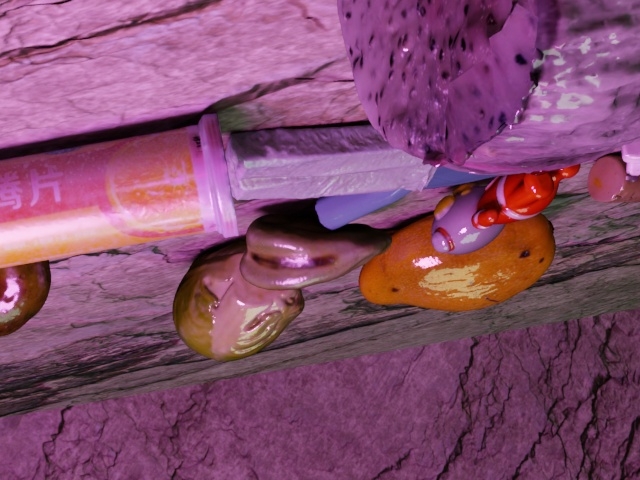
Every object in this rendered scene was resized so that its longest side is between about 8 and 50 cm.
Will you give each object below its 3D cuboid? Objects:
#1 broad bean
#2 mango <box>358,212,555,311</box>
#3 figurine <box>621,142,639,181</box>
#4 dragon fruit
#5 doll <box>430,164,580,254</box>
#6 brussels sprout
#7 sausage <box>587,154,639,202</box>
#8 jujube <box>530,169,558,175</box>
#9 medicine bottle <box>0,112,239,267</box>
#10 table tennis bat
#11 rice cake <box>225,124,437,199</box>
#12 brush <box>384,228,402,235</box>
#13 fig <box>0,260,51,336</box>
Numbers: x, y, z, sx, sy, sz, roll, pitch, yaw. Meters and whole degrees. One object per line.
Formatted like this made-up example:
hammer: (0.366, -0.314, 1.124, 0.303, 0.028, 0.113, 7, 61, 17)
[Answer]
broad bean: (0.000, 0.003, 1.801, 0.153, 0.072, 0.207, 18, -158, 36)
mango: (0.179, 0.029, 2.036, 0.262, 0.109, 0.157, -18, 144, -4)
figurine: (0.338, -0.137, 1.335, 0.182, 0.144, 0.256, 22, 166, 8)
dragon fruit: (0.151, -0.147, 0.862, 0.221, 0.203, 0.283, -8, 170, -25)
doll: (0.200, -0.040, 1.831, 0.142, 0.076, 0.245, -35, -176, -36)
brussels sprout: (-0.102, 0.075, 1.941, 0.162, 0.143, 0.180, -8, 167, -7)
sausage: (0.450, -0.079, 1.971, 0.301, 0.065, 0.066, -1, 165, -39)
jujube: (0.227, -0.108, 1.494, 0.129, 0.077, 0.077, -24, 166, 22)
medicine bottle: (-0.286, -0.016, 1.335, 0.426, 0.108, 0.108, -11, 170, -4)
table tennis bat: (0.137, -0.082, 1.657, 0.329, 0.044, 0.215, -21, 167, 31)
rice cake: (0.012, -0.075, 1.496, 0.226, 0.040, 0.085, -5, 149, -25)
brush: (0.129, -0.015, 2.084, 0.314, 0.017, 0.090, -11, 172, -8)
fig: (-0.328, 0.039, 1.558, 0.133, 0.126, 0.185, -23, 170, -8)
